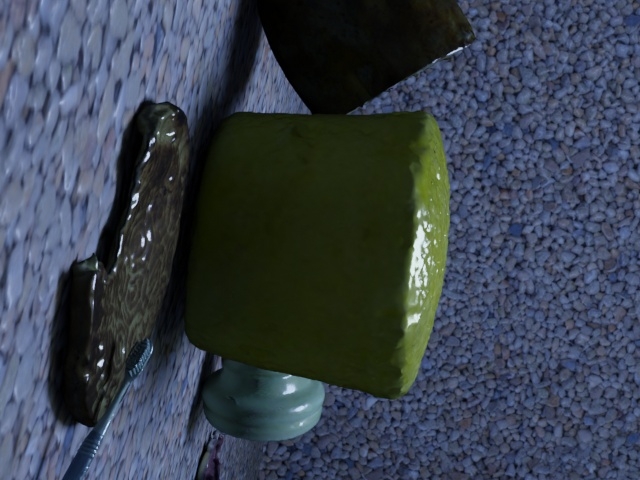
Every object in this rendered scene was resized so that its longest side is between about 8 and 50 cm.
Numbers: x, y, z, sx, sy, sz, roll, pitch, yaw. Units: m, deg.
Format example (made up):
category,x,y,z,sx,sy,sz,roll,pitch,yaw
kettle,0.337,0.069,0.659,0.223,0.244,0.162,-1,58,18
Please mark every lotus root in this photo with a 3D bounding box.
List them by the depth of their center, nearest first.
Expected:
category,x,y,z,sx,sy,sz,roll,pitch,yaw
lotus root,0.019,-0.295,1.295,0.149,0.260,0.267,-33,-173,-30

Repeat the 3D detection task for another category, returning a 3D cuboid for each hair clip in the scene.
category,x,y,z,sx,sy,sz,roll,pitch,yaw
hair clip,-0.197,0.421,1.850,0.187,0.056,0.146,-104,-156,-77

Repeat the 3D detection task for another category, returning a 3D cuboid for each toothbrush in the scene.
category,x,y,z,sx,sy,sz,roll,pitch,yaw
toothbrush,-0.188,0.173,0.825,0.019,0.016,0.219,95,20,-66

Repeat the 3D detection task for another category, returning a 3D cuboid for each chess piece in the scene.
category,x,y,z,sx,sy,sz,roll,pitch,yaw
chess piece,-0.086,0.136,1.602,0.194,0.195,0.299,-67,160,-74

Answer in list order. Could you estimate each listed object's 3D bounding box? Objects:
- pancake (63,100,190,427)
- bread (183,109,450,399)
category,x,y,z,sx,sy,sz,roll,pitch,yaw
pancake,-0.165,0.019,0.906,0.286,0.033,0.288,-37,139,-83
bread,0.000,0.000,1.255,0.348,0.308,0.348,10,90,-85
